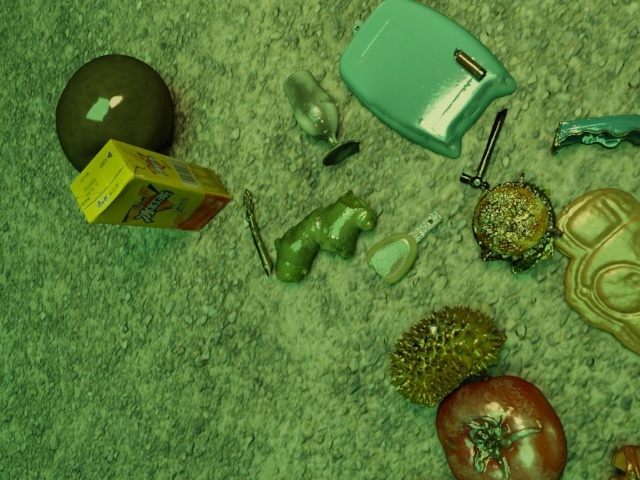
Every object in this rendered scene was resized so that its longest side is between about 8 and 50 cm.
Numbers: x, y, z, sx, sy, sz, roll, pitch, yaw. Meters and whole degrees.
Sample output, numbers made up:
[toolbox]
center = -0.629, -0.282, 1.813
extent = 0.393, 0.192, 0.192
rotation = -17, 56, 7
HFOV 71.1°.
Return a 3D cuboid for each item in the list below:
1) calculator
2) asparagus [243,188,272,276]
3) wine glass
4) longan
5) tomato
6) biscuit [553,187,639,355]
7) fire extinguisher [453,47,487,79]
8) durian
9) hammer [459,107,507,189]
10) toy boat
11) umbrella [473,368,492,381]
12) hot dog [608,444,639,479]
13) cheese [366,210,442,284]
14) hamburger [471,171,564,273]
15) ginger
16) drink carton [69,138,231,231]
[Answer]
[calculator]
center = 0.212, -0.375, 0.991
extent = 0.386, 0.054, 0.256
rotation = 43, 104, 18
[asparagus]
center = -0.163, -0.019, 1.144
extent = 0.034, 0.027, 0.236
rotation = -27, 78, 40
[wine glass]
center = -0.002, -0.289, 1.048
extent = 0.103, 0.103, 0.222
rotation = -33, 79, 18
[longan]
center = -0.541, -0.314, 1.174
extent = 0.350, 0.288, 0.288
rotation = -42, 75, 25
[tomato]
center = 0.342, 0.370, 0.845
extent = 0.231, 0.188, 0.232
rotation = -4, 84, 34
[biscuit]
center = 0.603, 0.067, 0.827
extent = 0.376, 0.051, 0.269
rotation = 47, 106, 16
[fire extinguisher]
center = 0.302, -0.363, 0.913
extent = 0.028, 0.022, 0.083
rotation = -38, 75, -23
[durian]
center = 0.227, 0.215, 0.892
extent = 0.249, 0.138, 0.183
rotation = -42, 45, 5
[hammer]
center = 0.353, -0.197, 0.947
extent = 0.065, 0.021, 0.178
rotation = 21, 96, 22
[toy boat]
center = 0.537, -0.189, 0.843
extent = 0.185, 0.075, 0.077
rotation = -2, 85, 18
[umbrella]
center = 0.312, 0.263, 0.951
extent = 0.165, 0.025, 0.027
rotation = 37, 124, 20
[hot dog]
center = 0.683, 0.464, 0.747
extent = 0.348, 0.117, 0.158
rotation = 13, 93, 22
[cheese]
center = 0.192, 0.007, 0.997
extent = 0.192, 0.037, 0.097
rotation = -46, 75, 14
[hamburger]
center = 0.378, -0.030, 0.883
extent = 0.164, 0.093, 0.190
rotation = -18, 79, 33
[ginger]
center = 0.003, -0.003, 1.049
extent = 0.289, 0.089, 0.137
rotation = -28, 98, 15
[drink carton]
center = -0.380, -0.112, 1.059
extent = 0.154, 0.351, 0.111
rotation = -41, 75, 15
